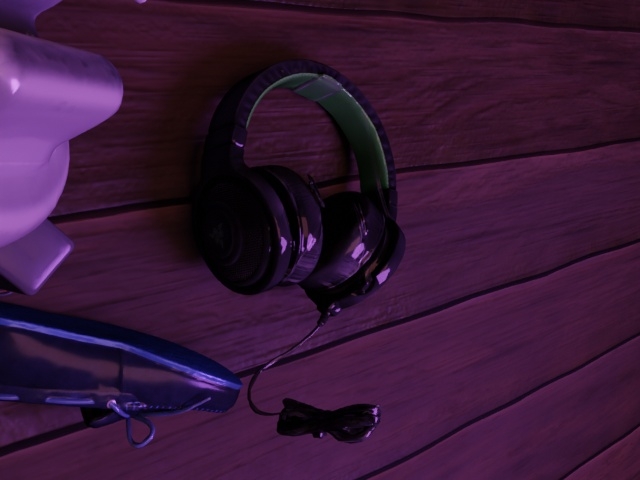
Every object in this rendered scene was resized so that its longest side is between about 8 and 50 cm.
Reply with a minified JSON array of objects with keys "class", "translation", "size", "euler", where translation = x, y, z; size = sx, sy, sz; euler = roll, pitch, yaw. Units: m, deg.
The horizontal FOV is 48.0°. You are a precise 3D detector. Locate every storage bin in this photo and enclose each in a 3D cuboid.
[{"class":"storage bin","translation":[-0.260,-0.018,0.569],"size":[0.098,0.091,0.135],"euler":[-55,128,-22]}]

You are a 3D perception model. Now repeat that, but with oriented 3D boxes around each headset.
[{"class":"headset","translation":[0.000,0.000,0.740],"size":[0.243,0.185,0.394],"euler":[16,74,-41]}]

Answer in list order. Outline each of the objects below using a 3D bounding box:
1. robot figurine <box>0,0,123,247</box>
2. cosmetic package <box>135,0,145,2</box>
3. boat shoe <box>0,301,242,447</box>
[{"class":"robot figurine","translation":[-0.291,-0.054,0.399],"size":[0.300,0.353,0.200],"euler":[67,16,4]},{"class":"cosmetic package","translation":[-0.219,-0.289,0.379],"size":[0.284,0.377,0.097],"euler":[36,96,-38]},{"class":"boat shoe","translation":[-0.199,0.125,0.653],"size":[0.258,0.109,0.089],"euler":[20,89,-25]}]
